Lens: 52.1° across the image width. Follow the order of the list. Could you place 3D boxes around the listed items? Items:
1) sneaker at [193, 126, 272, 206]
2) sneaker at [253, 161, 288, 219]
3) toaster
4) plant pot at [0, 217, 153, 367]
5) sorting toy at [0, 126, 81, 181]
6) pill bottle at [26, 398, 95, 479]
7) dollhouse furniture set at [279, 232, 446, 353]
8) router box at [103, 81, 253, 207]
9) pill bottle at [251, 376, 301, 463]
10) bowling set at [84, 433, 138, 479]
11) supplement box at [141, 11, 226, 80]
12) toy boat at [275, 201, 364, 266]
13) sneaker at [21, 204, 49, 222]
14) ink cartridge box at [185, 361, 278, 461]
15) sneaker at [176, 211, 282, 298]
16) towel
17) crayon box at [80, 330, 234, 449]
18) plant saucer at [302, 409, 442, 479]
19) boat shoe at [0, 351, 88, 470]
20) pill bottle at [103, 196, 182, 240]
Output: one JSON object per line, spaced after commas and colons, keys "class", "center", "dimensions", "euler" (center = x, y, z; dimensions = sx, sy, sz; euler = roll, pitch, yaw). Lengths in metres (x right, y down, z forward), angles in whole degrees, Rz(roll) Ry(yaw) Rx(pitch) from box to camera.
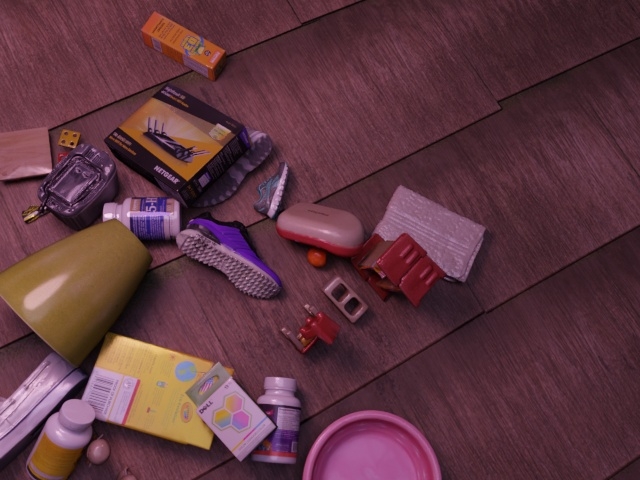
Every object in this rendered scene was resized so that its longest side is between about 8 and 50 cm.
{"class": "sneaker", "center": [-0.260, -0.197, 1.760], "dimensions": [0.281, 0.105, 0.115], "euler": [-40, 48, -13]}
{"class": "sneaker", "center": [-0.134, -0.143, 1.761], "dimensions": [0.076, 0.065, 0.166], "euler": [16, 70, 2]}
{"class": "toaster", "center": [-0.604, -0.122, 1.645], "dimensions": [0.129, 0.146, 0.227], "euler": [33, 71, 4]}
{"class": "plant pot", "center": [-0.545, 0.092, 1.518], "dimensions": [0.275, 0.275, 0.293], "euler": [44, 72, 7]}
{"class": "sorting toy", "center": [-0.759, -0.220, 1.709], "dimensions": [0.275, 0.046, 0.132], "euler": [-10, 74, -10]}
{"class": "pill bottle", "center": [-0.570, 0.445, 1.452], "dimensions": [0.103, 0.103, 0.184], "euler": [33, 108, 4]}
{"class": "dollhouse furniture set", "center": [0.100, 0.155, 1.617], "dimensions": [0.374, 0.201, 0.152], "euler": [-45, 103, -11]}
{"class": "router box", "center": [-0.368, -0.253, 1.694], "dimensions": [0.309, 0.081, 0.243], "euler": [32, 70, 28]}
{"class": "pill bottle", "center": [-0.103, 0.427, 1.559], "dimensions": [0.108, 0.108, 0.193], "euler": [6, 71, -5]}
{"class": "bowling set", "center": [-0.461, 0.595, 1.461], "dimensions": [0.200, 0.154, 0.287], "euler": [22, 69, -20]}
{"class": "supplement box", "center": [-0.382, -0.546, 1.846], "dimensions": [0.233, 0.080, 0.078], "euler": [29, 73, 0]}
{"class": "toy boat", "center": [0.000, 0.000, 1.699], "dimensions": [0.231, 0.151, 0.151], "euler": [15, 29, 24]}
{"class": "sneaker", "center": [-0.726, -0.079, 1.677], "dimensions": [0.083, 0.031, 0.035], "euler": [-34, 79, -16]}
{"class": "ink cartridge box", "center": [-0.206, 0.383, 1.484], "dimensions": [0.109, 0.062, 0.209], "euler": [-43, 78, -9]}
{"class": "sneaker", "center": [-0.208, 0.023, 1.678], "dimensions": [0.293, 0.102, 0.146], "euler": [34, 45, -9]}
{"class": "towel", "center": [0.297, -0.015, 1.785], "dimensions": [0.282, 0.049, 0.187], "euler": [28, 70, 3]}
{"class": "crayon box", "center": [-0.385, 0.360, 1.557], "dimensions": [0.319, 0.081, 0.202], "euler": [17, 71, -1]}
{"class": "plant saucer", "center": [0.118, 0.575, 1.555], "dimensions": [0.332, 0.084, 0.332], "euler": [2, 72, -8]}
{"class": "boat shoe", "center": [-0.715, 0.394, 1.475], "dimensions": [0.156, 0.136, 0.367], "euler": [40, 69, 6]}
{"class": "pill bottle", "center": [-0.448, -0.055, 1.663], "dimensions": [0.187, 0.112, 0.112], "euler": [-1, 73, -8]}
